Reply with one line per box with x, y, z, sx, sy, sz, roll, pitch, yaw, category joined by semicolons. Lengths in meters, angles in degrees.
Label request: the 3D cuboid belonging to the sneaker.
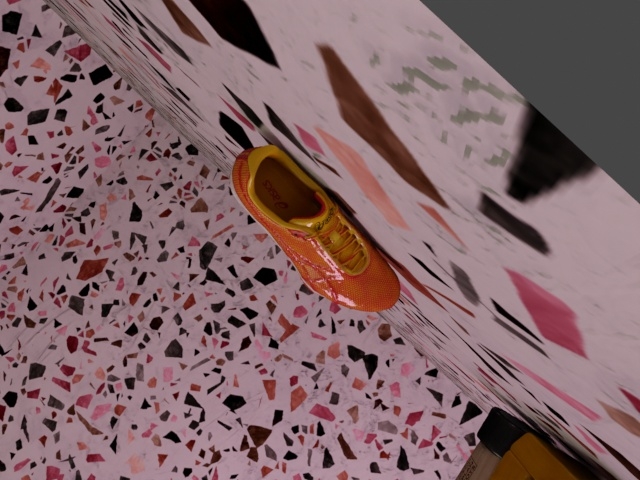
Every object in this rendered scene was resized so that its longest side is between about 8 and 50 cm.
0.000;0.000;0.405;0.175;0.064;0.067;41;168;-19;sneaker

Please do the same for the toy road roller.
0.291;0.371;0.631;0.240;0.203;0.329;30;-179;2;toy road roller
